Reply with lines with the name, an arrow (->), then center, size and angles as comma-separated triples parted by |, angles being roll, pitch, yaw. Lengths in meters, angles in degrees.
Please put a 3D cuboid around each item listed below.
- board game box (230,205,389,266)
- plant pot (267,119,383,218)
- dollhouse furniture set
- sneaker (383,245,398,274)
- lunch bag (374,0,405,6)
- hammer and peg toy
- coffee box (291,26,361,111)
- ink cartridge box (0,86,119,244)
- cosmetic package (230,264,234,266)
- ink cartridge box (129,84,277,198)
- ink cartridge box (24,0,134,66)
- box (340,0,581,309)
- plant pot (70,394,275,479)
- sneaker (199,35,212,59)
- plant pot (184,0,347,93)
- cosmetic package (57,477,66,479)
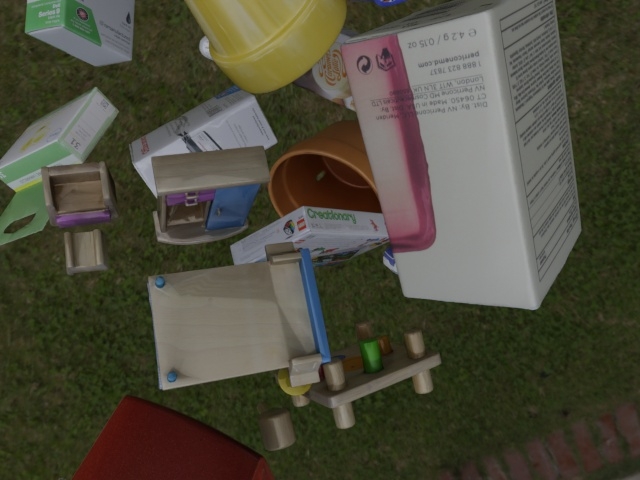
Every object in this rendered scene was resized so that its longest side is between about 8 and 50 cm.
board game box -> 0.000, 0.000, 1.140 | 0.193, 0.053, 0.305 | -25, 164, 34
plant pot -> 0.051, -0.146, 1.363 | 0.290, 0.203, 0.291 | 18, 140, 16
dollhouse furniture set -> -0.169, 0.069, 0.734 | 0.286, 0.303, 0.198 | -9, 164, -18
sneaker -> 0.354, 0.037, 1.839 | 0.127, 0.315, 0.182 | -25, 123, -39
lunch bag -> 0.124, -0.784, 1.463 | 0.385, 0.239, 0.328 | 11, 159, 13
hammer and peg toy -> 0.018, 0.265, 1.137 | 0.361, 0.266, 0.127 | -14, 95, -26
coffee box -> 0.044, -0.372, 1.236 | 0.246, 0.098, 0.141 | 26, 119, 14
ink cartridge box -> -0.403, -0.102, 0.825 | 0.171, 0.235, 0.056 | -13, 133, 32
cosmetic package -> -0.190, 0.111, 1.531 | 0.060, 0.041, 0.115 | -27, 102, -19
ink cartridge box -> -0.365, -0.299, 1.781 | 0.395, 0.285, 0.166 | -31, 117, -6
ink cartridge box -> -0.539, -0.578, 1.327 | 0.121, 0.211, 0.289 | 0, 86, 24
box -> 0.130, -0.080, 0.497 | 0.126, 0.148, 0.232 | 2, 118, 38
plant pot -> -0.191, 0.413, 0.814 | 0.235, 0.267, 0.267 | 1, 129, 20
sneaker -> -0.195, -0.473, 1.456 | 0.212, 0.094, 0.080 | 4, 117, -15
plant pot -> -0.120, -0.423, 0.980 | 0.254, 0.254, 0.239 | -34, 135, 13
cosmetic package -> -0.532, 0.629, 0.998 | 0.365, 0.155, 0.197 | -45, 97, -7
